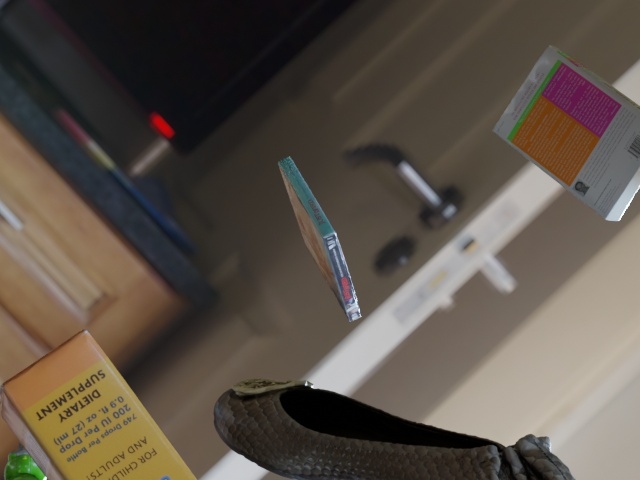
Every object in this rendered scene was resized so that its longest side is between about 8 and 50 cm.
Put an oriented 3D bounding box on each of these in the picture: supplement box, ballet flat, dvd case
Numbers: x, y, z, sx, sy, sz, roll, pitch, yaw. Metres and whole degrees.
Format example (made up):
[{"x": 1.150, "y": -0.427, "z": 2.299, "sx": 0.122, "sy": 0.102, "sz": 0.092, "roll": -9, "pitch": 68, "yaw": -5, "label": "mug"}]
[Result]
[{"x": -0.125, "y": 0.180, "z": 1.203, "sx": 0.233, "sy": 0.078, "sz": 0.080, "roll": 52, "pitch": -20, "yaw": 7, "label": "supplement box"}, {"x": 0.037, "y": 0.105, "z": 0.915, "sx": 0.084, "sy": 0.058, "sz": 0.250, "roll": -10, "pitch": 18, "yaw": -41, "label": "ballet flat"}, {"x": 0.000, "y": 0.000, "z": 1.376, "sx": 0.087, "sy": 0.013, "sz": 0.119, "roll": 60, "pitch": -6, "yaw": 35, "label": "dvd case"}]

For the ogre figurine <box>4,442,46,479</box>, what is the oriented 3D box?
[{"x": -0.265, "y": 0.271, "z": 1.587, "sx": 0.197, "sy": 0.097, "sz": 0.118, "roll": -70, "pitch": 163, "yaw": -52, "label": "ogre figurine"}]

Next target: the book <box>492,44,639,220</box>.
[{"x": 0.234, "y": -0.097, "z": 1.560, "sx": 0.035, "sy": 0.096, "sz": 0.144, "roll": 5, "pitch": 32, "yaw": -50, "label": "book"}]
